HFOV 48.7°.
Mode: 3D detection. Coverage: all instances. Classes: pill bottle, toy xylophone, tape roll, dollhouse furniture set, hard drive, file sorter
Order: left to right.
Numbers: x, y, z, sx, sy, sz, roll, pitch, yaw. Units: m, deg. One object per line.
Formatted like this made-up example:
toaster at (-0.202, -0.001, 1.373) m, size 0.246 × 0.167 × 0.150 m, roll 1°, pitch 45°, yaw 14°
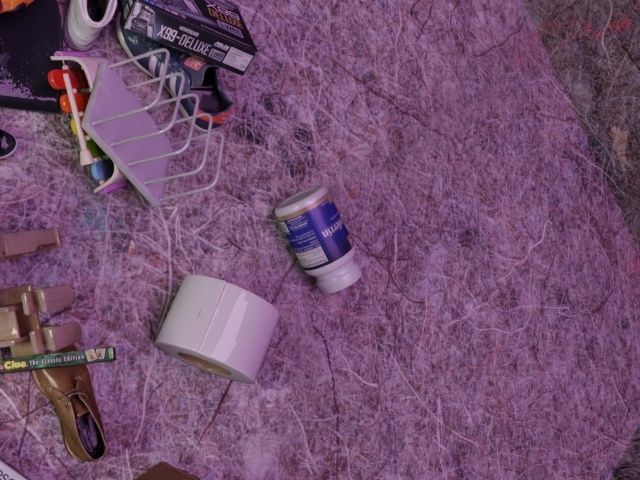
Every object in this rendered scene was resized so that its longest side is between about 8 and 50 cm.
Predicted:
hard drive at (-0.633, -0.407, 1.509) m, size 0.172 × 0.054 × 0.255 m, roll 2°, pitch 84°, yaw -36°
dollhouse furniture set at (-0.588, 0.106, 1.404) m, size 0.161 × 0.212 × 0.242 m, roll -19°, pitch 99°, yaw -74°
toy xylophone at (-0.488, -0.261, 1.519) m, size 0.236 × 0.081 × 0.323 m, roll -21°, pitch 99°, yaw -73°
file sorter at (-0.346, -0.242, 1.531) m, size 0.278 × 0.173 × 0.193 m, roll 58°, pitch 27°, yaw -49°
tape roll at (-0.234, 0.206, 1.618) m, size 0.246 × 0.246 × 0.169 m, roll 33°, pitch 67°, yaw -29°
pill bottle at (0.000, 0.000, 1.872) m, size 0.153 × 0.153 × 0.265 m, roll -36°, pitch 107°, yaw -34°

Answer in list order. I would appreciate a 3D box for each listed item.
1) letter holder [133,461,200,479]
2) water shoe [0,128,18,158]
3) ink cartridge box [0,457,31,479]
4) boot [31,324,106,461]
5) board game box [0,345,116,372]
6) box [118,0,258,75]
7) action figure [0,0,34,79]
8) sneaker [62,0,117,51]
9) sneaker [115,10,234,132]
letter holder at (-0.385, 0.625, 1.476) m, size 0.301 × 0.214 × 0.152 m, roll -28°, pitch 101°, yaw -36°
water shoe at (-0.708, -0.215, 1.415) m, size 0.203 × 0.080 × 0.073 m, roll 14°, pitch 77°, yaw -35°
ink cartridge box at (-0.691, 0.487, 1.344) m, size 0.235 × 0.088 × 0.193 m, roll 47°, pitch 61°, yaw -22°
boot at (-0.516, 0.318, 1.477) m, size 0.112 × 0.115 × 0.305 m, roll -23°, pitch 96°, yaw -31°
board game box at (-0.535, 0.237, 1.378) m, size 0.259 × 0.136 × 0.030 m, roll -5°, pitch 78°, yaw -15°
box at (-0.317, -0.528, 1.663) m, size 0.307 × 0.076 × 0.242 m, roll 15°, pitch 36°, yaw -34°
action figure at (-0.709, -0.496, 1.356) m, size 0.341 × 0.178 × 0.330 m, roll 34°, pitch 65°, yaw -14°
sneaker at (-0.491, -0.582, 1.565) m, size 0.108 × 0.169 × 0.293 m, roll 9°, pitch 78°, yaw -34°
sneaker at (-0.331, -0.421, 1.677) m, size 0.350 × 0.148 × 0.131 m, roll 49°, pitch 60°, yaw -22°
